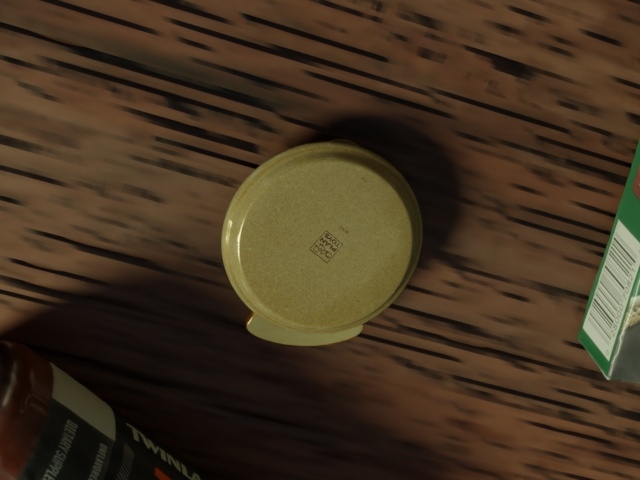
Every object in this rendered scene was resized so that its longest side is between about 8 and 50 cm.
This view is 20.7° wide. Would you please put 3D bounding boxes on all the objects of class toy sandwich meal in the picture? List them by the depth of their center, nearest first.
[{"bbox_3d":[0.000,0.000,0.671,0.085,0.029,0.085,-3,110,-9],"label":"toy sandwich meal"}]

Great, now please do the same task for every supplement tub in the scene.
[{"bbox_3d":[-0.075,0.131,0.671,0.198,0.106,0.106,39,102,-24],"label":"supplement tub"}]

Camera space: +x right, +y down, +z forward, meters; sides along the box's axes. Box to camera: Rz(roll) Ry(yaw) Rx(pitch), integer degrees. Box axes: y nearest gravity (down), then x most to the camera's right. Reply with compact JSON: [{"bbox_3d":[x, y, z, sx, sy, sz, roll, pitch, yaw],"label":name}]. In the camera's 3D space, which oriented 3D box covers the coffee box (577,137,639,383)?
[{"bbox_3d":[0.180,-0.026,0.686,0.113,0.040,0.184,9,112,-15],"label":"coffee box"}]
